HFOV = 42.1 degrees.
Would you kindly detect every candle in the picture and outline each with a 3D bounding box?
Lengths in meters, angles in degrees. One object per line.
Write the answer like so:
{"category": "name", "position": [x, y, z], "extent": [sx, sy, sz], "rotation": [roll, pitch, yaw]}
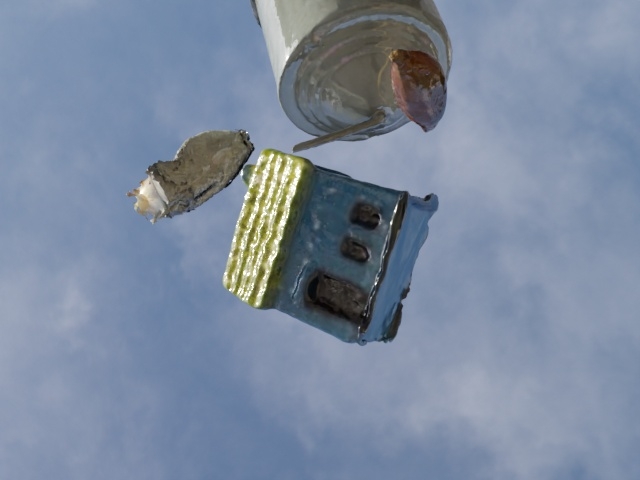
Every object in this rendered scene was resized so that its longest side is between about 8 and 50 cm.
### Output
{"category": "candle", "position": [0.037, -0.254, 1.005], "extent": [0.221, 0.221, 0.343], "rotation": [-5, -125, -16]}

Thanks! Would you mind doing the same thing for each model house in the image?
{"category": "model house", "position": [0.000, 0.000, 1.247], "extent": [0.303, 0.215, 0.237], "rotation": [20, -85, 25]}

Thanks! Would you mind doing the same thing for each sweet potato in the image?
{"category": "sweet potato", "position": [0.062, -0.094, 0.519], "extent": [0.034, 0.095, 0.034], "rotation": [-6, -110, 15]}

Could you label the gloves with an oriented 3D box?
{"category": "gloves", "position": [-0.147, -0.079, 0.997], "extent": [0.153, 0.114, 0.070], "rotation": [-40, -88, -35]}
